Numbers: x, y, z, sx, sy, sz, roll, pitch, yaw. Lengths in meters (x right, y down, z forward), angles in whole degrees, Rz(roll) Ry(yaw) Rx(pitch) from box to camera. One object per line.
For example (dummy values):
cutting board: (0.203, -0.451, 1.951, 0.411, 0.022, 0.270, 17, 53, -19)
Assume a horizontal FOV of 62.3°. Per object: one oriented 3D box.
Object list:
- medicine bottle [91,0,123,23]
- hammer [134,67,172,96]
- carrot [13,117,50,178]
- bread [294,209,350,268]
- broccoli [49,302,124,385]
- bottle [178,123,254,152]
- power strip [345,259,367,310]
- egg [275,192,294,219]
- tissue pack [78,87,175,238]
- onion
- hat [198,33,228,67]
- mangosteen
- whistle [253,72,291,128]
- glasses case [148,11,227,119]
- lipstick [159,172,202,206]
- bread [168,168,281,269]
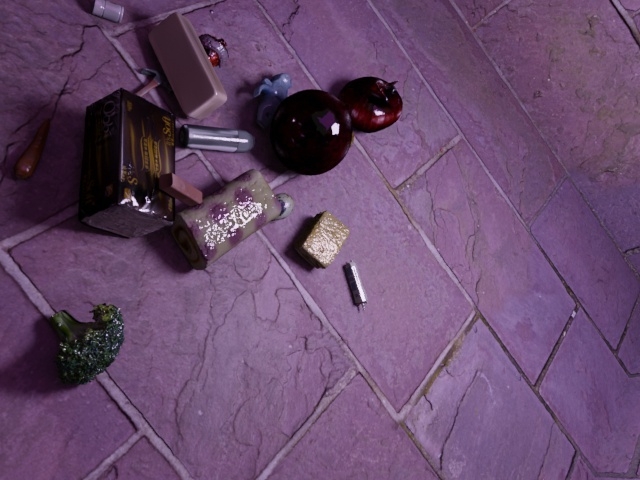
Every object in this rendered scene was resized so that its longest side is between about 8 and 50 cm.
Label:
medicine bottle: (-0.689, -0.747, 1.716, 0.089, 0.057, 0.057, 9, 67, -32)
hammer: (-0.591, -0.452, 1.680, 0.111, 0.033, 0.287, 44, 53, -13)
carrot: (-0.787, -0.258, 1.461, 0.048, 0.048, 0.216, 25, 55, -25)
bread: (0.000, 0.000, 1.868, 0.138, 0.102, 0.196, 40, 57, -13)
broccoli: (-0.599, 0.242, 1.327, 0.194, 0.194, 0.219, 43, 76, -14)
bottle: (-0.348, -0.344, 1.783, 0.254, 0.079, 0.096, -1, 34, -34)
power strip: (0.131, 0.163, 1.928, 0.030, 0.047, 0.191, -8, 75, -33)
egg: (-0.139, -0.116, 1.827, 0.110, 0.085, 0.085, -41, 97, -32)
tissue pack: (-0.543, -0.216, 1.497, 0.210, 0.198, 0.369, 20, 58, -52)
onion: (0.212, -0.577, 2.151, 0.273, 0.285, 0.273, 8, 55, -11)
hat: (-0.418, -0.611, 1.838, 0.140, 0.129, 0.227, 20, 73, 19)
mangosteen: (-0.012, -0.385, 1.896, 0.347, 0.307, 0.306, -15, 80, -53)
whistle: (-0.176, -0.526, 1.964, 0.180, 0.093, 0.269, 46, 49, -44)
glasses case: (-0.439, -0.573, 1.745, 0.336, 0.144, 0.076, 64, 18, 9)
lipstick: (-0.389, -0.140, 1.483, 0.145, 0.045, 0.045, 37, 45, -63)
bread: (-0.291, -0.073, 1.658, 0.338, 0.155, 0.187, -38, 98, -38)
